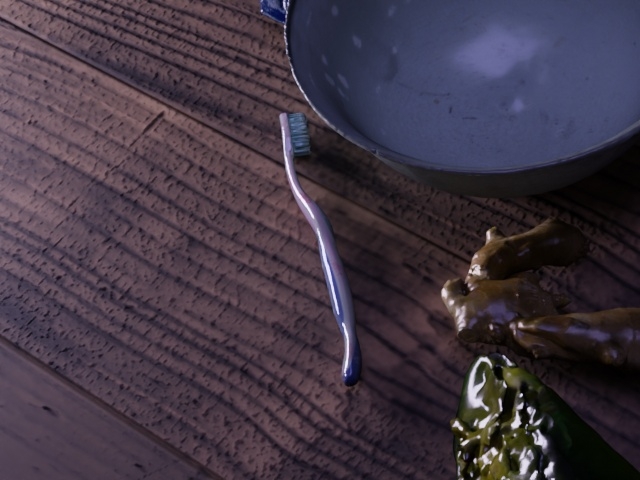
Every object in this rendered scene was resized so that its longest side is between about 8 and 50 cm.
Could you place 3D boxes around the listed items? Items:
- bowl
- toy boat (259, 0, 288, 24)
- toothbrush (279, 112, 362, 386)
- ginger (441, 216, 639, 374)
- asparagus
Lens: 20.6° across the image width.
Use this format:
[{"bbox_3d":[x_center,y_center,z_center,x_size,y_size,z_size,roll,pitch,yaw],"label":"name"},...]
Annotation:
[{"bbox_3d":[0.139,-0.128,1.331,0.313,0.146,0.313,-5,53,7],"label":"bowl"},{"bbox_3d":[0.082,-0.273,1.509,0.318,0.072,0.219,-22,55,-11],"label":"toy boat"},{"bbox_3d":[0.000,0.000,1.337,0.027,0.021,0.269,-17,52,4],"label":"toothbrush"},{"bbox_3d":[0.179,0.058,1.240,0.176,0.053,0.193,-9,39,-2],"label":"ginger"},{"bbox_3d":[0.182,0.201,1.091,0.128,0.108,0.382,-23,48,-28],"label":"asparagus"}]
